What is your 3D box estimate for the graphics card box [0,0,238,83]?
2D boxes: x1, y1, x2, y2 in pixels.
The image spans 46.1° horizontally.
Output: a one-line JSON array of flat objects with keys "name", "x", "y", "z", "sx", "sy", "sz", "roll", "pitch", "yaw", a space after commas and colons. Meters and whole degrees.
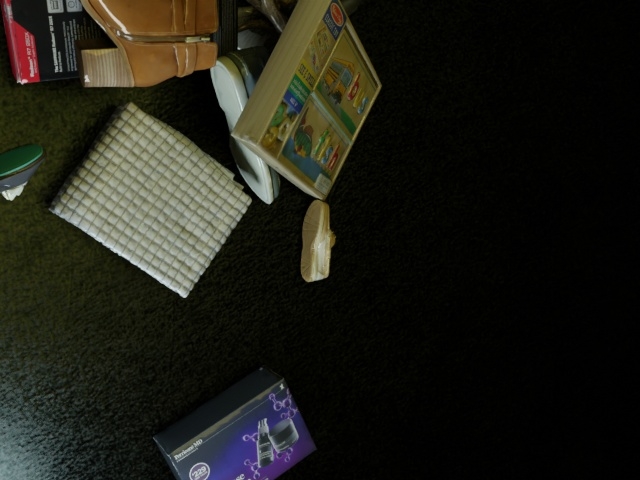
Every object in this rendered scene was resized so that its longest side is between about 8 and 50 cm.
[{"name": "graphics card box", "x": -0.315, "y": -0.391, "z": 1.204, "sx": 0.371, "sy": 0.094, "sz": 0.232, "roll": -13, "pitch": 123, "yaw": -25}]

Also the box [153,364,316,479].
[{"name": "box", "x": -0.164, "y": 0.398, "z": 1.479, "sx": 0.261, "sy": 0.103, "sz": 0.184, "roll": -31, "pitch": 109, "yaw": -22}]

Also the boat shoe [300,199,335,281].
[{"name": "boat shoe", "x": 0.000, "y": 0.000, "z": 1.530, "sx": 0.059, "sy": 0.063, "sz": 0.169, "roll": -2, "pitch": 108, "yaw": -32}]

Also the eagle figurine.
[{"name": "eagle figurine", "x": -0.023, "y": -0.462, "z": 1.368, "sx": 0.225, "sy": 0.226, "sz": 0.298, "roll": 21, "pitch": 53, "yaw": 1}]

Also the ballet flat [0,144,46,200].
[{"name": "ballet flat", "x": -0.534, "y": -0.089, "z": 1.213, "sx": 0.203, "sy": 0.074, "sz": 0.074, "roll": -31, "pitch": 112, "yaw": -28}]

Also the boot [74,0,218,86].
[{"name": "boot", "x": -0.256, "y": -0.362, "z": 1.121, "sx": 0.220, "sy": 0.109, "sz": 0.283, "roll": -14, "pitch": 126, "yaw": -24}]

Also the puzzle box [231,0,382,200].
[{"name": "puzzle box", "x": -0.005, "y": -0.239, "z": 1.334, "sx": 0.272, "sy": 0.052, "sz": 0.409, "roll": -64, "pitch": 162, "yaw": -1}]

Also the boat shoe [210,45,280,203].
[{"name": "boat shoe", "x": -0.107, "y": -0.202, "z": 1.358, "sx": 0.099, "sy": 0.116, "sz": 0.319, "roll": -35, "pitch": 137, "yaw": -22}]

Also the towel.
[{"name": "towel", "x": -0.291, "y": -0.071, "z": 1.320, "sx": 0.284, "sy": 0.121, "sz": 0.235, "roll": 37, "pitch": 78, "yaw": -27}]
